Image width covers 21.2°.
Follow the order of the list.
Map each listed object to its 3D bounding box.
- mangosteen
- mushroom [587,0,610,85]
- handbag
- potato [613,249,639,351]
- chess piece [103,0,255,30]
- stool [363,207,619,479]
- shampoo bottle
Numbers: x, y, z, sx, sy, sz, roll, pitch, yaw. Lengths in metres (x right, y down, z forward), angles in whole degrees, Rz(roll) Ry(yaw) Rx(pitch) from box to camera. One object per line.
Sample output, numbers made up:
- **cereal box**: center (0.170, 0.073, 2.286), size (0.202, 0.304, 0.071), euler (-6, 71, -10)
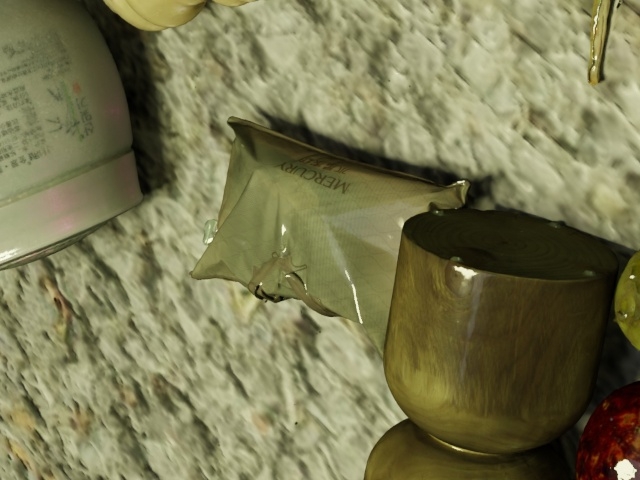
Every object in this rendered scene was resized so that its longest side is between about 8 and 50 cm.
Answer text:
- **mangosteen**: center (0.290, 0.176, 1.328), size (0.181, 0.156, 0.145), euler (-14, 72, 31)
- **mushroom**: center (0.226, -0.265, 1.358), size (0.026, 0.028, 0.286), euler (2, 106, -5)
- **handbag**: center (0.000, 0.000, 1.531), size (0.270, 0.117, 0.182), euler (19, 96, 32)
- **potato**: center (0.330, 0.065, 1.301), size (0.225, 0.090, 0.117), euler (18, 104, 27)
- **chess piece**: center (-0.077, -0.262, 1.488), size (0.307, 0.124, 0.138), euler (6, 77, 53)
- **stool**: center (0.136, 0.122, 1.410), size (0.179, 0.179, 0.264), euler (20, 112, 34)
- **shampoo bottle**: center (-0.320, -0.106, 1.661), size (0.273, 0.273, 0.266), euler (-14, 101, 39)
